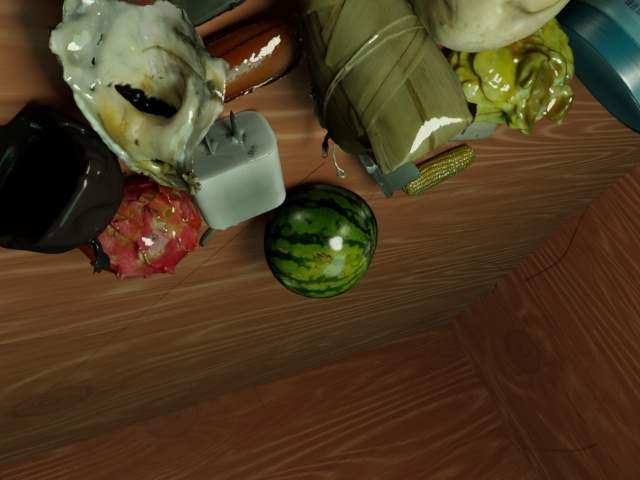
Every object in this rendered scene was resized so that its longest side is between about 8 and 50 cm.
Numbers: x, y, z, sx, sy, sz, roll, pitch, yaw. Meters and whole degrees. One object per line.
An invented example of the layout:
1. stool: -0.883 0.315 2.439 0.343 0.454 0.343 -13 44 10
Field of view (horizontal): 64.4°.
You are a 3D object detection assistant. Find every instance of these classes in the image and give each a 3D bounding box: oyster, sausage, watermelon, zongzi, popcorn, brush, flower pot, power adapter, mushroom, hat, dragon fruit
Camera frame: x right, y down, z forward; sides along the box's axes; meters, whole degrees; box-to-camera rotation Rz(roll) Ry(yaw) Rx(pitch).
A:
1. oyster: -0.232 -0.200 0.699 0.275 0.100 0.271 35 134 -24
2. sausage: -0.182 -0.263 0.813 0.330 0.102 0.102 -26 154 0
3. watermelon: 0.000 0.000 1.256 0.285 0.285 0.285 -22 154 -11
4. zongzi: 0.033 -0.307 0.839 0.181 0.418 0.447 -34 -164 -6
5. popcorn: 0.397 -0.347 1.061 0.224 0.271 0.257 112 2 -58
6. brush: -0.248 -0.043 1.243 0.070 0.021 0.196 1 145 -45
7. flower pot: 0.170 -0.194 1.263 0.108 0.103 0.229 -32 154 12
8. power adapter: -0.176 -0.152 0.994 0.187 0.124 0.255 -24 153 -10
9. mushroom: 0.208 -0.441 0.677 0.315 0.356 0.315 -41 175 -4
10. hat: -0.436 -0.061 0.804 0.336 0.238 0.209 -17 158 11
11. dragon fruit: -0.364 -0.021 0.974 0.268 0.205 0.210 -2 113 -3

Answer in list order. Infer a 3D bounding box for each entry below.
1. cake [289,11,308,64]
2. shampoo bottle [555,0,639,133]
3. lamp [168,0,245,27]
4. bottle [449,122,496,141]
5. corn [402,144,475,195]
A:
1. cake: 0.058 -0.359 0.876 0.226 0.090 0.109 -22 158 -8
2. shampoo bottle: 0.730 -0.456 1.057 0.343 0.331 0.331 -40 151 21
3. lamp: -0.227 -0.360 0.572 0.203 0.124 0.283 -23 153 15
4. bottle: 0.307 -0.290 1.211 0.233 0.110 0.110 -9 149 -31
5. corn: 0.333 -0.199 1.437 0.231 0.080 0.080 -26 154 -1
